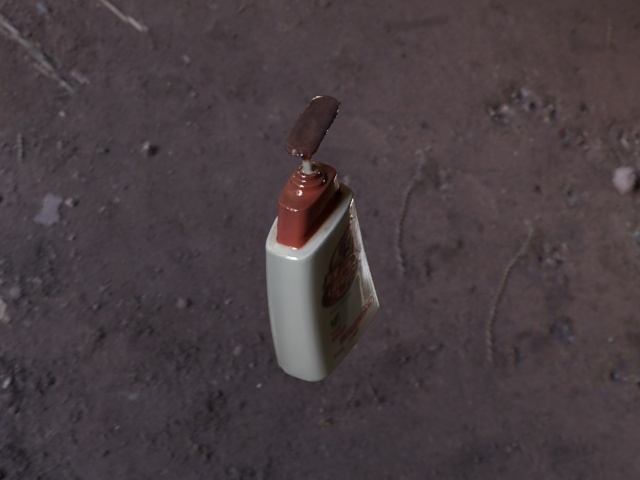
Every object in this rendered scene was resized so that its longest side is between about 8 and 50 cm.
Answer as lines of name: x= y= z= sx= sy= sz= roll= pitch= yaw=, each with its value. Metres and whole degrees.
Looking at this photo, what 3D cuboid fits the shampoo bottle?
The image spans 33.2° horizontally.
shampoo bottle: x=0.000 y=0.000 z=1.075 sx=0.071 sy=0.284 sz=0.153 roll=19 pitch=45 yaw=26
